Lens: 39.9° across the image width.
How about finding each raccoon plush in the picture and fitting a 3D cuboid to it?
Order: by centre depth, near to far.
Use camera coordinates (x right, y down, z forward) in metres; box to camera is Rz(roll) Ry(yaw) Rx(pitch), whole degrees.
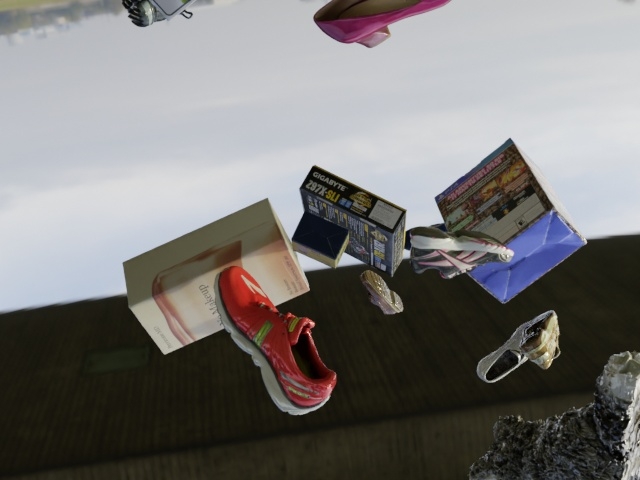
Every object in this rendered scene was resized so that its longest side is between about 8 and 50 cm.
[{"bbox_3d":[0.433,0.326,1.600,0.299,0.446,0.216,19,-148,34],"label":"raccoon plush"}]

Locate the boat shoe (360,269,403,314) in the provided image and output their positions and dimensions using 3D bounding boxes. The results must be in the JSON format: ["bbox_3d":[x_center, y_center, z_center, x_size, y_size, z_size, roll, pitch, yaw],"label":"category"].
[{"bbox_3d":[0.156,0.148,2.379,0.060,0.178,0.064,-27,-139,22],"label":"boat shoe"}]

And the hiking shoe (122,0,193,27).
[{"bbox_3d":[-0.373,-0.605,1.852,0.132,0.303,0.113,-20,-168,-29],"label":"hiking shoe"}]

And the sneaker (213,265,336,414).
[{"bbox_3d":[-0.065,0.146,1.442,0.118,0.279,0.107,-43,168,36],"label":"sneaker"}]

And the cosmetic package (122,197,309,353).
[{"bbox_3d":[-0.189,0.066,1.601,0.296,0.153,0.129,-25,-138,3],"label":"cosmetic package"}]

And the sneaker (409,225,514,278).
[{"bbox_3d":[0.223,0.025,1.437,0.178,0.077,0.072,7,-162,-12],"label":"sneaker"}]

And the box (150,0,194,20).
[{"bbox_3d":[-0.141,-0.443,1.231,0.169,0.087,0.290,-27,-152,33],"label":"box"}]

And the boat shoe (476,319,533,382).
[{"bbox_3d":[0.410,0.234,1.851,0.184,0.066,0.063,-32,-172,3],"label":"boat shoe"}]

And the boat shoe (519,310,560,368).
[{"bbox_3d":[0.428,0.195,1.687,0.068,0.072,0.190,-36,179,30],"label":"boat shoe"}]

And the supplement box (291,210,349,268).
[{"bbox_3d":[0.000,0.000,1.485,0.083,0.056,0.083,24,168,6],"label":"supplement box"}]

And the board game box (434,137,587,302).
[{"bbox_3d":[0.419,-0.048,1.983,0.232,0.141,0.291,-39,-147,20],"label":"board game box"}]

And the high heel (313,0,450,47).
[{"bbox_3d":[0.163,-0.534,1.841,0.181,0.127,0.377,6,144,-48],"label":"high heel"}]

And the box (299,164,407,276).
[{"bbox_3d":[0.085,-0.042,2.200,0.257,0.079,0.322,25,163,13],"label":"box"}]

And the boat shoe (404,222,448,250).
[{"bbox_3d":[0.295,-0.010,2.272,0.183,0.066,0.066,-12,176,33],"label":"boat shoe"}]
